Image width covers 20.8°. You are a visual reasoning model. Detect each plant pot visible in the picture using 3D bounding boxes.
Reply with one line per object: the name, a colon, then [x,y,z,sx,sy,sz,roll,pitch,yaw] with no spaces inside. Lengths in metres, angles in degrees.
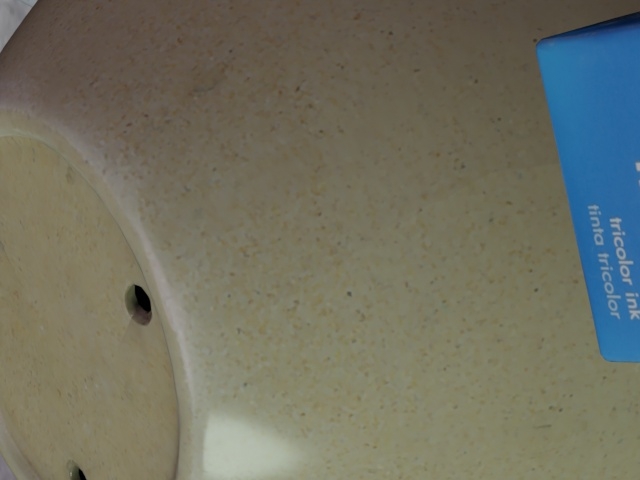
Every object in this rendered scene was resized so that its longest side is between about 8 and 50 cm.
plant pot: [0.000,0.000,0.522,0.284,0.191,0.284,26,125,45]

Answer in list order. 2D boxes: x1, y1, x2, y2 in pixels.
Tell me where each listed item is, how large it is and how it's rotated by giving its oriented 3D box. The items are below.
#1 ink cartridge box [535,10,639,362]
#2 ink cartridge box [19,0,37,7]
ink cartridge box: [0.172,-0.026,0.330,0.231,0.134,0.078,-1,104,54]
ink cartridge box: [-0.153,-0.277,0.700,0.324,0.071,0.330,29,129,43]
